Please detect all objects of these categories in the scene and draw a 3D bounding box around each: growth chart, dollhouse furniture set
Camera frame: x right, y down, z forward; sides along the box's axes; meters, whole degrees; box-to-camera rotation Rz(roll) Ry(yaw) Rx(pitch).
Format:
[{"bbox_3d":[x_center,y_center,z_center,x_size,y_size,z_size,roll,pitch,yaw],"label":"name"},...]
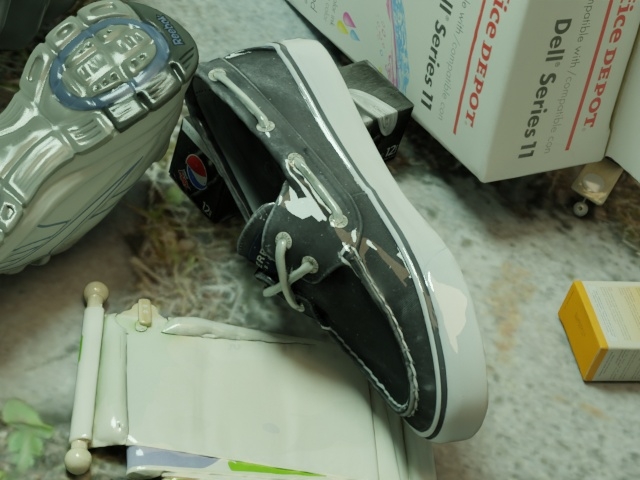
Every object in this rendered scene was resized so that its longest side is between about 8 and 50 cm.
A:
[{"bbox_3d":[-0.039,0.110,1.091,0.237,0.021,0.172,14,43,-6],"label":"growth chart"},{"bbox_3d":[0.241,-0.038,1.315,0.114,0.091,0.081,31,59,9],"label":"dollhouse furniture set"}]

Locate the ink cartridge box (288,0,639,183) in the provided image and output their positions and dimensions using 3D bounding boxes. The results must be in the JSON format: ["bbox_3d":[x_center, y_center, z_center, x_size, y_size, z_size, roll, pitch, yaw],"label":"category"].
[{"bbox_3d":[0.121,-0.184,1.278,0.119,0.207,0.353,-11,39,-31],"label":"ink cartridge box"}]

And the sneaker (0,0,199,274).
[{"bbox_3d":[-0.191,-0.020,1.112,0.297,0.129,0.111,-35,65,-22],"label":"sneaker"}]

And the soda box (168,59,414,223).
[{"bbox_3d":[-0.018,-0.070,1.263,0.169,0.053,0.060,-22,56,-36],"label":"soda box"}]

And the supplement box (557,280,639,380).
[{"bbox_3d":[0.216,0.061,1.224,0.098,0.036,0.062,2,45,-18],"label":"supplement box"}]

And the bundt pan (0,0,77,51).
[{"bbox_3d":[-0.298,-0.237,1.277,0.331,0.124,0.331,8,43,-8],"label":"bundt pan"}]

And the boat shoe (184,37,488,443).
[{"bbox_3d":[0.000,0.000,1.116,0.102,0.108,0.301,-12,61,-26],"label":"boat shoe"}]
